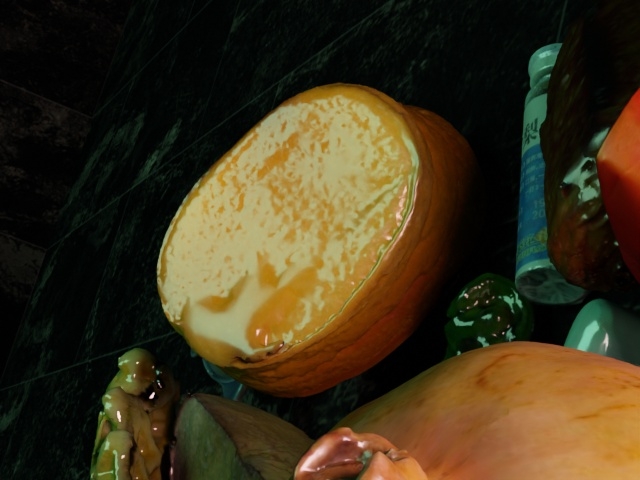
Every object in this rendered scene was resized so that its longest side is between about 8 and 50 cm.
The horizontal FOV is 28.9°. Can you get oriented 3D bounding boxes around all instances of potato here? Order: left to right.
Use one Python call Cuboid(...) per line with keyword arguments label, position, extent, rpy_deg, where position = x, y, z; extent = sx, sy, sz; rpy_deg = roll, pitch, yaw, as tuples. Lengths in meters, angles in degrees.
Cuboid(label="potato", position=(-0.046, 0.226, 1.021), extent=(0.243, 0.098, 0.138), rpy_deg=(34, 112, 59))

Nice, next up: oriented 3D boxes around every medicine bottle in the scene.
Cuboid(label="medicine bottle", position=(0.161, -0.047, 0.843), extent=(0.051, 0.051, 0.191), rpy_deg=(-41, 34, 51))

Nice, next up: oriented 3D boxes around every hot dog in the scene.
Cuboid(label="hot dog", position=(0.179, -0.061, 0.711), extent=(0.227, 0.099, 0.160), rpy_deg=(-66, 0, -53))

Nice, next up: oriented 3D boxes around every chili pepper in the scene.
Cuboid(label="chili pepper", position=(0.061, 0.135, 0.808), extent=(0.100, 0.074, 0.257), rpy_deg=(24, 65, 41))

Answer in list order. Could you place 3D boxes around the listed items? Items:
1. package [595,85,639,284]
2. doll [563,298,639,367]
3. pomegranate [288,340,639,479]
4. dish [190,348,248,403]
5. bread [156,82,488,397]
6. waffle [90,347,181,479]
Cuboid(label="package", position=(0.264, -0.092, 0.488), extent=(0.423, 0.123, 0.196), rpy_deg=(-62, 34, 20))
Cuboid(label="doll", position=(0.145, 0.117, 0.703), extent=(0.158, 0.059, 0.159), rpy_deg=(-62, 23, 16))
Cuboid(label="pomegranate", position=(0.080, 0.146, 0.440), extent=(0.229, 0.270, 0.252), rpy_deg=(-54, 27, -1))
Cuboid(label="dish", position=(-0.037, 0.057, 1.179), extent=(0.228, 0.086, 0.236), rpy_deg=(-56, 27, 29))
Cuboid(label="bread", position=(0.000, 0.000, 0.977), extent=(0.269, 0.143, 0.195), rpy_deg=(-46, 61, 10))
Cuboid(label="waffle", position=(-0.174, 0.265, 1.164), extent=(0.317, 0.073, 0.297), rpy_deg=(92, -179, -62))
